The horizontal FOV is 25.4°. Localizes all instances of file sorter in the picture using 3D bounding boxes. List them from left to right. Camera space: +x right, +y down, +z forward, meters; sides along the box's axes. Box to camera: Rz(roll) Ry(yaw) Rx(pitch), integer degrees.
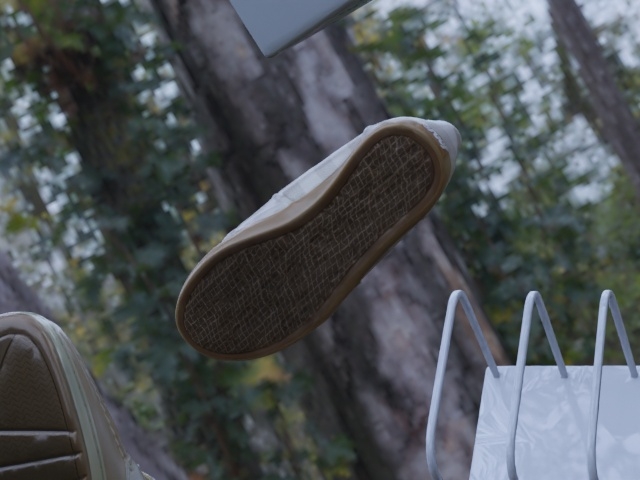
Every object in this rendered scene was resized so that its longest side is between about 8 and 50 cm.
[{"bbox_3d":[0.246,0.149,1.176,0.277,0.193,0.173,-2,-38,21],"label":"file sorter"}]

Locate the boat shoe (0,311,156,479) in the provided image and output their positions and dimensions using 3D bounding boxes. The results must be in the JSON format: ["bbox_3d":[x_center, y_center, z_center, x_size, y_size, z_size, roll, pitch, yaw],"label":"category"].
[{"bbox_3d":[-0.149,0.187,0.901,0.109,0.302,0.098,-13,5,27],"label":"boat shoe"}]

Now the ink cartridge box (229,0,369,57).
[{"bbox_3d":[0.047,-0.156,0.566,0.127,0.072,0.175,-37,7,-41],"label":"ink cartridge box"}]

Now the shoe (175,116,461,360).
[{"bbox_3d":[0.000,0.000,0.841,0.219,0.076,0.058,-38,6,29],"label":"shoe"}]
